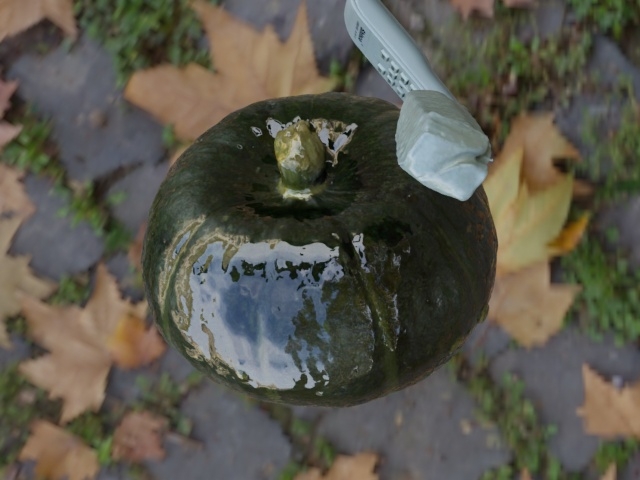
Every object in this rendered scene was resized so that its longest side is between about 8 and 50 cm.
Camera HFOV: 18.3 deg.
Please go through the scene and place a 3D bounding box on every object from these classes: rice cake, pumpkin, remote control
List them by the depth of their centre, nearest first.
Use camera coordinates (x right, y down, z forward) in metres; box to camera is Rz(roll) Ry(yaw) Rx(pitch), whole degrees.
[{"bbox_3d":[0.068,-0.060,1.145,0.045,0.245,0.042,24,99,-3],"label":"rice cake"},{"bbox_3d":[0.071,-0.120,1.469,0.029,0.061,0.162,-38,82,-9],"label":"remote control"},{"bbox_3d":[0.000,0.000,1.657,0.300,0.300,0.207,0,132,8],"label":"pumpkin"}]
